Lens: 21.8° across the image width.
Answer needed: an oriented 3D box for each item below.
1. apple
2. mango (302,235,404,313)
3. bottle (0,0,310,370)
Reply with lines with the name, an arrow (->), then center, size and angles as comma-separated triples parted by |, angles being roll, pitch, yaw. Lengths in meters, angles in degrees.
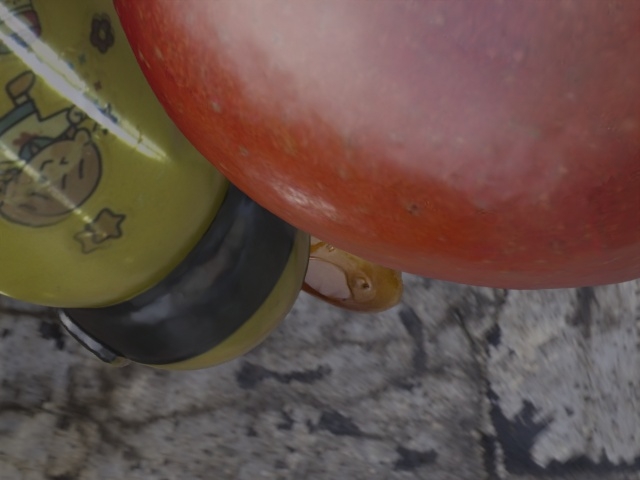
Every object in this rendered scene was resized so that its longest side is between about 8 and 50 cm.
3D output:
apple -> 0.048, -0.094, 0.492 | 0.201, 0.218, 0.218 | 24, 84, 26
mango -> 0.000, 0.000, 1.026 | 0.127, 0.077, 0.063 | 34, 95, -1
bottle -> -0.133, -0.053, 0.809 | 0.171, 0.351, 0.172 | -20, 49, 25
